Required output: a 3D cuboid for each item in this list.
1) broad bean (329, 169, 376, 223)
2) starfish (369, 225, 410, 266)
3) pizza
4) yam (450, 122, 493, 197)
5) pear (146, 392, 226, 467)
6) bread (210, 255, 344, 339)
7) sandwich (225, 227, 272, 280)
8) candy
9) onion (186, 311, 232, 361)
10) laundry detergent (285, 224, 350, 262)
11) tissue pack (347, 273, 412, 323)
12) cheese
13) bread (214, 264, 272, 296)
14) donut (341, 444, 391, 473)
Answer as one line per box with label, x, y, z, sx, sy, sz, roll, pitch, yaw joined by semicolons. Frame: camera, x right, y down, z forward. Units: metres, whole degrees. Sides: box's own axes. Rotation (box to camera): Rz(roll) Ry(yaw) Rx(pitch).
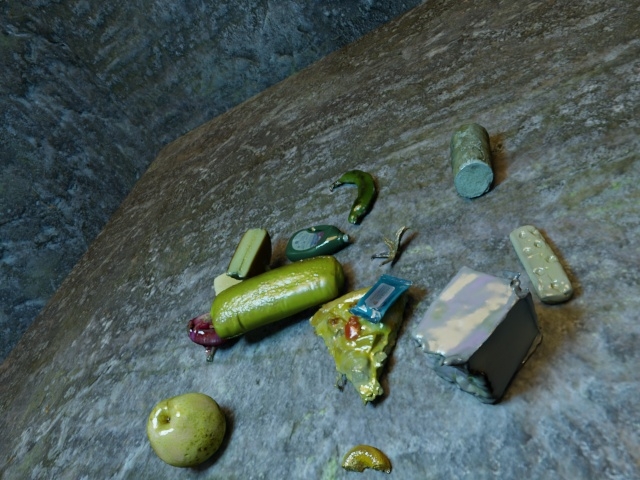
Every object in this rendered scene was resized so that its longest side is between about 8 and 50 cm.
broad bean;0.114;-0.157;1.368;0.144;0.049;0.292;-40;31;11
starfish;0.180;0.031;1.092;0.133;0.041;0.130;-43;16;48
pizza;0.095;0.216;0.927;0.280;0.075;0.287;-29;34;16
yam;0.394;-0.208;1.102;0.107;0.107;0.194;-17;40;30
pear;-0.316;0.436;0.987;0.178;0.178;0.178;-25;36;20
bread;-0.122;0.139;1.127;0.383;0.112;0.166;-21;20;9
sandwich;-0.205;0.058;1.262;0.090;0.088;0.244;-6;33;14
candy;0.272;0.159;0.732;0.195;0.185;0.137;-48;39;-12
onion;-0.316;0.284;1.231;0.150;0.140;0.150;0;10;0
laundry detergent;0.000;0.000;1.278;0.211;0.063;0.137;-12;36;34
tissue pack;0.131;0.127;0.927;0.085;0.028;0.138;16;50;47
cheese;0.433;0.042;0.834;0.065;0.043;0.194;-25;36;22
bread;-0.238;0.130;1.322;0.188;0.068;0.125;-28;32;-3
donut;0.080;0.401;0.763;0.067;0.038;0.083;-48;33;-18
